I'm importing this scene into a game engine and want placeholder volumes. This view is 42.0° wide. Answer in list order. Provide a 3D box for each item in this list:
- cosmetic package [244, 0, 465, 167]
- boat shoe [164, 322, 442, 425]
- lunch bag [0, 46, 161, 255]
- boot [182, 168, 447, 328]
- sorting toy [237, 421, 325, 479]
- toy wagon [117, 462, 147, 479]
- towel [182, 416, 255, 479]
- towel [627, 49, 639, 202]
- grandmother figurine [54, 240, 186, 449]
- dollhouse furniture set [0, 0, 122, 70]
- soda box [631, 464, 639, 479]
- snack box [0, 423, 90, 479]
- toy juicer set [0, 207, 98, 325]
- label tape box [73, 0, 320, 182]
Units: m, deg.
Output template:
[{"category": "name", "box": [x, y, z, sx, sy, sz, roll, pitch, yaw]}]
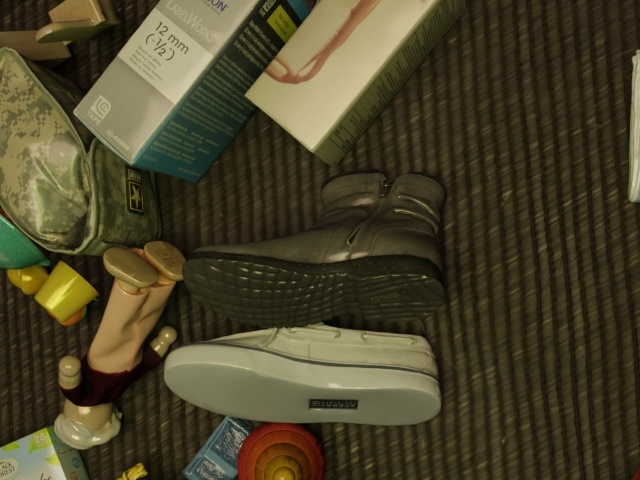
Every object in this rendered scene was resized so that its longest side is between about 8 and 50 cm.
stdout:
[{"category": "cosmetic package", "box": [0.052, -0.258, 1.132, 0.129, 0.153, 0.296, 40, 94, 11]}, {"category": "boat shoe", "box": [-0.020, 0.149, 1.132, 0.367, 0.136, 0.156, 3, 47, -1]}, {"category": "lunch bag", "box": [-0.343, -0.096, 1.154, 0.169, 0.235, 0.287, -41, 82, 5]}, {"category": "boot", "box": [0.000, 0.000, 1.112, 0.338, 0.222, 0.118, 4, 134, 1]}, {"category": "sorting toy", "box": [-0.127, 0.393, 1.061, 0.127, 0.126, 0.365, 39, 82, 1]}, {"category": "toy wagon", "box": [-0.167, 0.458, 1.148, 0.267, 0.068, 0.344, -42, 89, -7]}, {"category": "towel", "box": [-0.140, 0.312, 1.208, 0.067, 0.029, 0.119, 39, 95, 9]}, {"category": "towel", "box": [0.551, -0.145, 1.094, 0.285, 0.034, 0.209, 4, 89, 10]}, {"category": "grandmother figurine", "box": [-0.286, 0.158, 1.163, 0.104, 0.208, 0.342, 47, 121, 32]}, {"category": "dollhouse furniture set", "box": [-0.504, -0.400, 1.169, 0.303, 0.174, 0.355, -22, 96, 25]}, {"category": "soda box", "box": [0.473, 0.279, 1.064, 0.083, 0.092, 0.263, 28, 93, 11]}, {"category": "snack box", "box": [-0.426, 0.398, 1.237, 0.174, 0.070, 0.207, -26, 82, 9]}, {"category": "toy juicer set", "box": [-0.445, -0.004, 1.191, 0.329, 0.209, 0.089, 39, 74, 2]}, {"category": "label tape box", "box": [-0.136, -0.250, 1.114, 0.115, 0.249, 0.347, 39, 95, 9]}]
